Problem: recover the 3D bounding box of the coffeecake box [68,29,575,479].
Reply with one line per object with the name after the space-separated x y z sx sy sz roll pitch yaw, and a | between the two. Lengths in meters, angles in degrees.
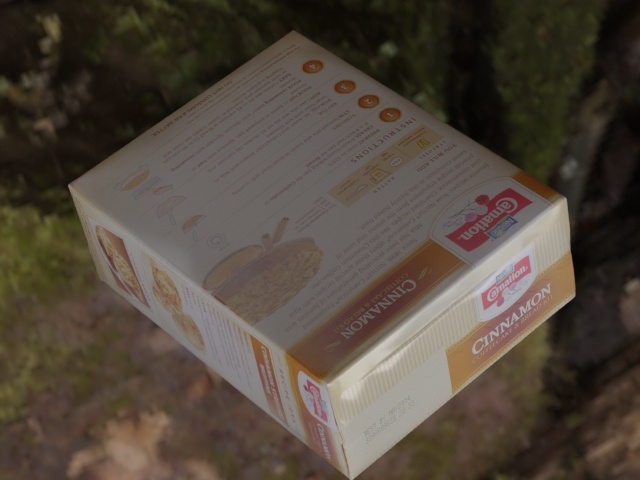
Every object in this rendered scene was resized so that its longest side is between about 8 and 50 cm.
0.000 0.000 0.894 0.142 0.185 0.068 -37 139 -22 | coffeecake box
